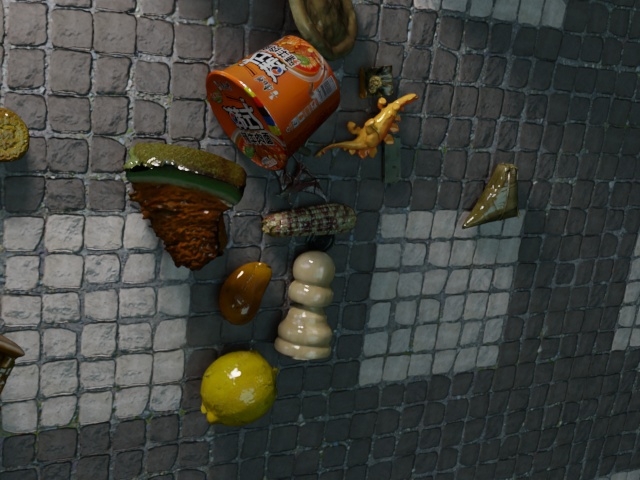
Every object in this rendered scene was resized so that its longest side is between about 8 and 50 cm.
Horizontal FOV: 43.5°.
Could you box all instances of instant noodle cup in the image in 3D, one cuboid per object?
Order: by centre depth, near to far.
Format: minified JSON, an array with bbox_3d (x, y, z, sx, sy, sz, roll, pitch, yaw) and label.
[{"bbox_3d":[-0.090,-0.299,1.701,0.192,0.250,0.250,-40,123,-21],"label":"instant noodle cup"}]

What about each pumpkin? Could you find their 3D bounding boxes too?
[{"bbox_3d":[0.132,-0.377,1.905,0.083,0.054,0.074,-12,108,-22],"label":"pumpkin"}]

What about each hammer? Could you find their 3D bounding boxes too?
[{"bbox_3d":[-0.022,-0.253,1.884,0.035,0.019,0.110,24,89,-34],"label":"hammer"}]

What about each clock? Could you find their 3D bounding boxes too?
[{"bbox_3d":[0.000,0.000,1.987,0.083,0.010,0.074,-25,118,-21],"label":"clock"}]

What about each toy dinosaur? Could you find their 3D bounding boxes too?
[{"bbox_3d":[-0.063,-0.143,1.888,0.220,0.032,0.108,34,91,-32],"label":"toy dinosaur"},{"bbox_3d":[0.122,-0.255,1.932,0.288,0.070,0.117,-37,138,-1],"label":"toy dinosaur"}]

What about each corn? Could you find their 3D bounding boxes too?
[{"bbox_3d":[-0.027,-0.044,1.920,0.237,0.079,0.079,-9,111,-25],"label":"corn"}]

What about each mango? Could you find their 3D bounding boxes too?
[{"bbox_3d":[-0.182,0.120,1.886,0.105,0.084,0.159,33,69,-19],"label":"mango"}]

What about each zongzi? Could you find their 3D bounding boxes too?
[{"bbox_3d":[0.455,-0.123,2.172,0.176,0.078,0.160,-12,107,-17],"label":"zongzi"}]

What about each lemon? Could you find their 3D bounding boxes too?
[{"bbox_3d":[-0.196,0.354,1.903,0.206,0.173,0.173,-40,123,-24],"label":"lemon"}]

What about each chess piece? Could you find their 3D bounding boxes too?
[{"bbox_3d":[-0.029,0.152,1.959,0.143,0.143,0.260,2,102,-30],"label":"chess piece"}]

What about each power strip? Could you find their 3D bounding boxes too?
[{"bbox_3d":[0.178,-0.196,2.014,0.051,0.019,0.136,-14,114,-27],"label":"power strip"}]

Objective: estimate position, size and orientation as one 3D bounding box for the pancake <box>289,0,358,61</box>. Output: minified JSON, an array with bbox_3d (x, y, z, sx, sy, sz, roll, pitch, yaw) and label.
[{"bbox_3d":[0.013,-0.494,1.737,0.236,0.042,0.222,23,62,-53],"label":"pancake"}]

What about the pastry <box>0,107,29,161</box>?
[{"bbox_3d":[-0.611,-0.201,1.537,0.097,0.057,0.109,-42,124,-13],"label":"pastry"}]

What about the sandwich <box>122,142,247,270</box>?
[{"bbox_3d":[-0.277,-0.074,1.723,0.250,0.162,0.301,7,126,3],"label":"sandwich"}]

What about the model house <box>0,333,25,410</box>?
[{"bbox_3d":[-0.728,0.255,1.541,0.199,0.220,0.229,24,84,-46],"label":"model house"}]
